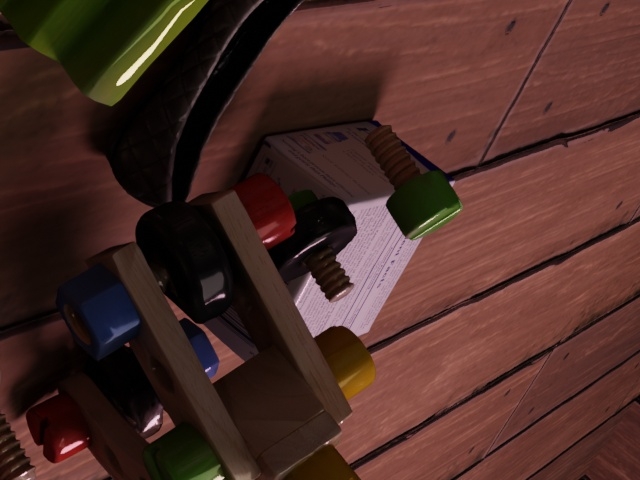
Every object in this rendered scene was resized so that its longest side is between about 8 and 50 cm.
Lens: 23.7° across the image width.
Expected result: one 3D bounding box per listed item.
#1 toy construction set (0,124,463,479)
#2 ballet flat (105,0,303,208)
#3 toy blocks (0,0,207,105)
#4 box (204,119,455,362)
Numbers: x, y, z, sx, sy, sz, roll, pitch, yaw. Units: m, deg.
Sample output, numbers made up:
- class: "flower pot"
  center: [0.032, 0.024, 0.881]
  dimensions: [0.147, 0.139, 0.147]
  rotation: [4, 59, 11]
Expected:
- class: "toy construction set"
  center: [-0.060, 0.126, 0.740]
  dimensions: [0.309, 0.237, 0.257]
  rotation: [-17, 160, -48]
- class: "ballet flat"
  center: [-0.039, -0.090, 0.744]
  dimensions: [0.173, 0.049, 0.057]
  rotation: [-54, 160, 6]
- class: "toy blocks"
  center: [-0.165, -0.122, 0.291]
  dimensions: [0.381, 0.190, 0.261]
  rotation: [-46, 148, 13]
- class: "box"
  center: [0.000, 0.000, 0.944]
  dimensions: [0.137, 0.072, 0.126]
  rotation: [-14, 138, -57]
